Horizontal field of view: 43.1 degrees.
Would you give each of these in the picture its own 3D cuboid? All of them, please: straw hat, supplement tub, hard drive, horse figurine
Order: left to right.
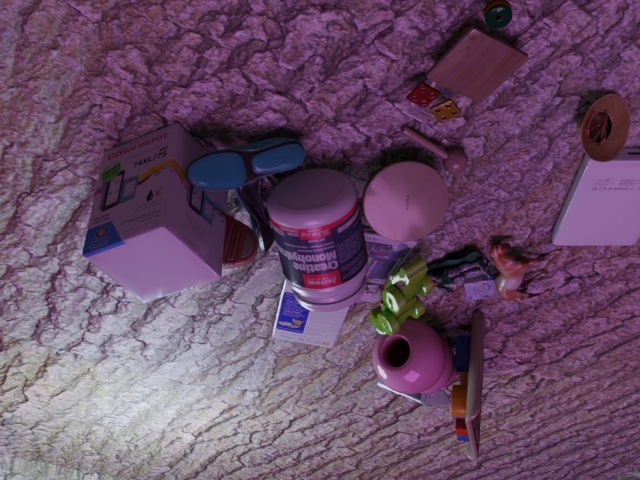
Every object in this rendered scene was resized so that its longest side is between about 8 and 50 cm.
[{"bbox_3d":[0.000,0.000,1.745,0.191,0.191,0.272,-7,127,8],"label":"supplement tub"},{"bbox_3d":[0.501,0.086,2.039,0.175,0.066,0.263,-10,143,-5],"label":"horse figurine"},{"bbox_3d":[0.541,-0.226,1.602,0.144,0.144,0.061,29,176,-35],"label":"straw hat"},{"bbox_3d":[0.657,-0.092,1.818,0.203,0.040,0.307,0,145,-2],"label":"hard drive"}]

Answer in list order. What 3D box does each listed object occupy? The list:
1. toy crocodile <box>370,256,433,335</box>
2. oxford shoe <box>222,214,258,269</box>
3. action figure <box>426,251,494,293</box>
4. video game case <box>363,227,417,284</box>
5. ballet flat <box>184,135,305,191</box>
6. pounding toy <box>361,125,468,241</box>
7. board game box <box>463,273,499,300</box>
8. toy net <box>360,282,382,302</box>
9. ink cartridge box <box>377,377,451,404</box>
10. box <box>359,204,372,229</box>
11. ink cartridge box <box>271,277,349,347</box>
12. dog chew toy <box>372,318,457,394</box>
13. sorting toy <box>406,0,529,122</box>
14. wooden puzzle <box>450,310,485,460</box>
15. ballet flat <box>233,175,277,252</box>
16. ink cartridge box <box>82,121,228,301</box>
[{"bbox_3d":[0.195,0.139,2.008,0.115,0.105,0.340,-32,157,-20],"label":"toy crocodile"},{"bbox_3d":[-0.316,0.008,1.840,0.397,0.140,0.146,8,155,17],"label":"oxford shoe"},{"bbox_3d":[0.311,0.093,2.057,0.232,0.063,0.137,-17,145,26],"label":"action figure"},{"bbox_3d":[0.114,0.039,1.928,0.173,0.022,0.190,9,142,-18],"label":"video game case"},{"bbox_3d":[-0.154,-0.155,1.626,0.247,0.087,0.083,-14,108,-15],"label":"ballet flat"},{"bbox_3d":[0.186,-0.123,1.731,0.183,0.110,0.237,24,110,-15],"label":"pounding toy"},{"bbox_3d":[0.426,0.124,2.134,0.090,0.020,0.090,-9,144,10],"label":"board game box"},{"bbox_3d":[0.096,0.089,2.058,0.122,0.045,0.232,-28,139,28],"label":"toy net"},{"bbox_3d":[0.317,0.458,2.513,0.189,0.066,0.232,15,-175,43],"label":"ink cartridge box"},{"bbox_3d":[0.108,-0.017,1.909,0.186,0.038,0.145,17,140,-23],"label":"box"},{"bbox_3d":[-0.022,0.175,2.105,0.176,0.069,0.371,11,152,-3],"label":"ink cartridge box"},{"bbox_3d":[0.287,0.341,2.295,0.207,0.206,0.332,-21,153,26],"label":"dog chew toy"},{"bbox_3d":[0.276,-0.322,1.472,0.132,0.046,0.274,19,140,-26],"label":"sorting toy"},{"bbox_3d":[0.418,0.412,2.291,0.081,0.322,0.348,3,147,12],"label":"wooden puzzle"},{"bbox_3d":[-0.125,-0.070,1.784,0.096,0.095,0.280,-16,144,0],"label":"ballet flat"},{"bbox_3d":[-0.323,-0.055,1.639,0.198,0.270,0.197,-18,140,22],"label":"ink cartridge box"}]
